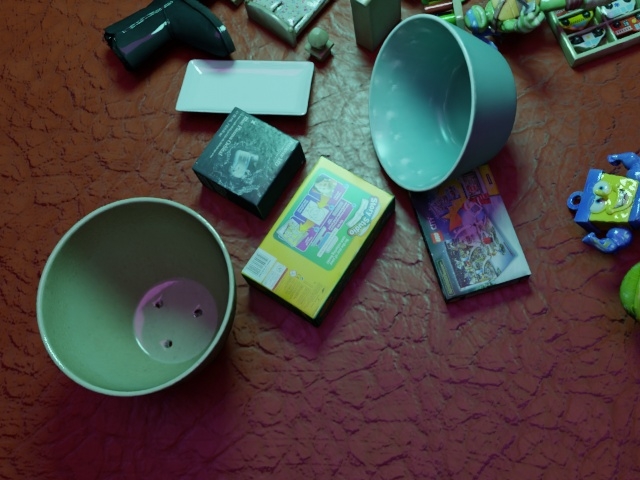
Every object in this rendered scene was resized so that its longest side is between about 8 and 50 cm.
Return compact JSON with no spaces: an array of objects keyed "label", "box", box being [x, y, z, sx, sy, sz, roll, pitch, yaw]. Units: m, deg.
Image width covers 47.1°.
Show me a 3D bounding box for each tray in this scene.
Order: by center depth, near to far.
[{"label":"tray","box":[-0.153,-0.310,1.514,0.270,0.030,0.145,3,60,8]}]

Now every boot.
[{"label":"boot","box":[-0.322,-0.417,1.542,0.207,0.094,0.246,-40,63,-10]}]

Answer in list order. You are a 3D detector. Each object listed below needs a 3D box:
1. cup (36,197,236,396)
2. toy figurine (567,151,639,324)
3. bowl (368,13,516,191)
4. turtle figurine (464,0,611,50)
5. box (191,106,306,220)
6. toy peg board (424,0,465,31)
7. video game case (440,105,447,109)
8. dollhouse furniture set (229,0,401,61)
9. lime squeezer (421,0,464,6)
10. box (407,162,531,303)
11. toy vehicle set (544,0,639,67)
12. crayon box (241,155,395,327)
[{"label":"cup","box":[-0.287,0.120,1.294,0.331,0.237,0.331,-2,72,7]},{"label":"toy figurine","box":[0.547,-0.027,1.318,0.217,0.191,0.362,12,80,42]},{"label":"bowl","box":[0.236,-0.248,1.341,0.163,0.311,0.311,-6,68,-29]},{"label":"turtle figurine","box":[0.404,-0.492,1.375,0.266,0.274,0.198,-17,37,-1]},{"label":"box","box":[-0.138,-0.151,1.439,0.158,0.093,0.156,30,78,14]},{"label":"toy peg board","box":[0.239,-0.434,1.438,0.079,0.161,0.160,-9,63,12]},{"label":"video game case","box":[0.225,-0.348,1.497,0.166,0.015,0.119,35,79,16]},{"label":"dollhouse furniture set","box":[0.003,-0.569,1.513,0.355,0.174,0.303,36,80,16]},{"label":"lime squeezer","box":[0.268,-0.534,1.512,0.310,0.110,0.059,-18,49,-31]},{"label":"box","box":[0.273,-0.016,1.368,0.159,0.044,0.233,-17,71,2]},{"label":"toy vehicle set","box":[0.597,-0.468,1.477,0.267,0.035,0.166,-21,71,0]},{"label":"crayon box","box":[0.000,0.000,1.378,0.165,0.081,0.278,31,78,15]}]
